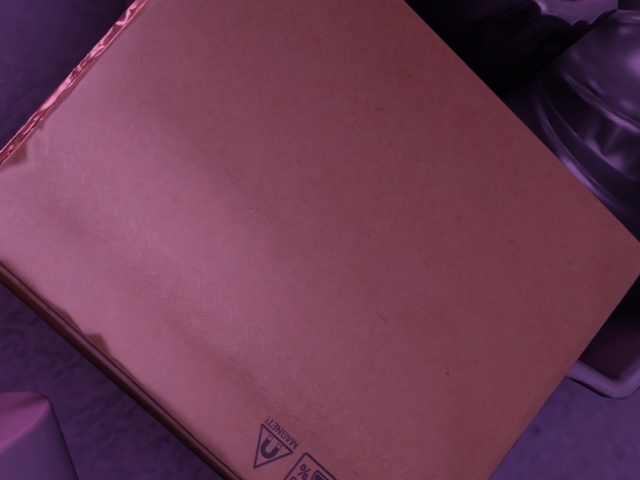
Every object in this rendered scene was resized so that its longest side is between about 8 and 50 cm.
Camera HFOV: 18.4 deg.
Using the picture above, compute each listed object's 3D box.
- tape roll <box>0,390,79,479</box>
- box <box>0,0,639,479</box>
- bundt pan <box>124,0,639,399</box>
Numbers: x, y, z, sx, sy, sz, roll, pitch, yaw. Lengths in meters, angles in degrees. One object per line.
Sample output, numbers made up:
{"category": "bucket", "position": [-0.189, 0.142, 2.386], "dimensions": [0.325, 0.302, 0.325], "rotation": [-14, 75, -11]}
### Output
{"category": "tape roll", "position": [-0.176, 0.119, 0.615], "dimensions": [0.219, 0.219, 0.072], "rotation": [-21, 96, -22]}
{"category": "box", "position": [0.000, 0.000, 0.669], "dimensions": [0.201, 0.021, 0.164], "rotation": [44, 73, -16]}
{"category": "bundt pan", "position": [0.069, -0.103, 0.780], "dimensions": [0.331, 0.124, 0.331], "rotation": [1, 87, -24]}
